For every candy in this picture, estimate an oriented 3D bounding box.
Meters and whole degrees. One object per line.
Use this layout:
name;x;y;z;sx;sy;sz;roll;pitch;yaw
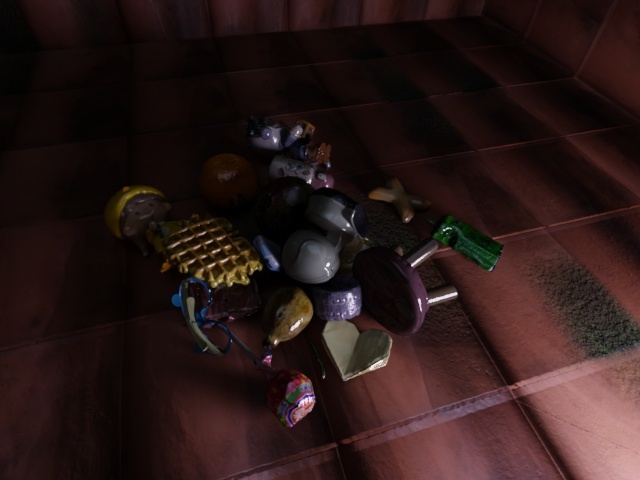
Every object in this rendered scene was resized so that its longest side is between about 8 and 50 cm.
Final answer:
candy;-0.160;0.337;1.087;0.124;0.124;0.365;-35;47;-29

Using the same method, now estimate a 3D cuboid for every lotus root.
lotus root;-0.099;0.217;1.159;0.138;0.138;0.214;16;44;11

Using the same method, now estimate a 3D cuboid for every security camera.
security camera;0.000;0.000;1.214;0.191;0.197;0.277;24;76;27

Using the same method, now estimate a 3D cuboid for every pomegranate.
pomegranate;-0.098;-0.100;1.420;0.242;0.242;0.306;24;7;17

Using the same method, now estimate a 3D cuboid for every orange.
orange;-0.342;-0.218;1.501;0.219;0.193;0.219;3;62;-7

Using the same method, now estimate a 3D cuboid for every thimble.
thimble;0.049;0.169;1.203;0.150;0.098;0.150;-6;16;2

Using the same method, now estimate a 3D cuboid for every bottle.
bottle;-0.071;-0.250;1.590;0.253;0.120;0.120;18;50;12

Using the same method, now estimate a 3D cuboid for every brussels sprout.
brussels sprout;0.102;0.049;1.332;0.151;0.122;0.149;39;82;29

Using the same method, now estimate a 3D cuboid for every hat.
hat;-0.321;0.124;1.249;0.236;0.107;0.286;-11;52;-15

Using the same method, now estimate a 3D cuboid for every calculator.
calculator;-0.146;0.049;1.279;0.039;0.210;0.121;-35;72;5

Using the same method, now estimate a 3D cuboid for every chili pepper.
chili pepper;0.495;-0.006;1.415;0.270;0.099;0.136;29;62;16

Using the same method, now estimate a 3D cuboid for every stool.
stool;0.239;0.119;1.177;0.178;0.272;0.272;-26;54;-27

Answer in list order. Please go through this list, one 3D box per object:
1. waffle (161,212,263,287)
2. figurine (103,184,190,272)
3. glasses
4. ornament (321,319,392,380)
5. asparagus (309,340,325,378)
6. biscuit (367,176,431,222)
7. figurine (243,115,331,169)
waffle;-0.321;0.020;1.229;0.309;0.065;0.283;14;41;-7
figurine;-0.565;-0.047;1.349;0.343;0.187;0.215;40;48;21
glasses;-0.304;0.212;1.072;0.102;0.207;0.239;-25;96;-25
ornament;0.089;0.313;1.140;0.201;0.059;0.180;16;50;15
asparagus;-0.007;0.335;1.139;0.015;0.014;0.114;-36;51;11
biscuit;0.310;-0.166;1.584;0.164;0.047;0.208;-31;56;-28
figurine;-0.146;-0.415;1.672;0.382;0.261;0.186;18;89;23
